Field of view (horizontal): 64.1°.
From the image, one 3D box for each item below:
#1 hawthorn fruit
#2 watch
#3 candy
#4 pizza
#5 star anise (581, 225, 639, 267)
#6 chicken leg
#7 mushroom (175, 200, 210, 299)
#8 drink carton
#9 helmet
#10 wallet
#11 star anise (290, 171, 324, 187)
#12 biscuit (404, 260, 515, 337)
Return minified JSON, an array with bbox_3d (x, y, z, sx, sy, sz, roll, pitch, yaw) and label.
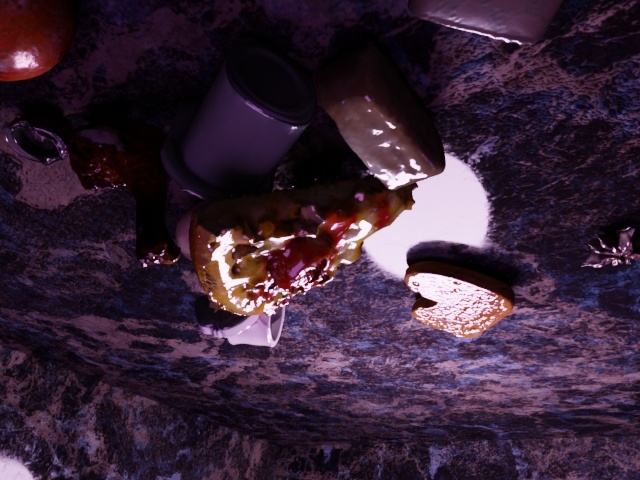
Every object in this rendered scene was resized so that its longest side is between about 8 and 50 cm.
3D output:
[{"bbox_3d":[-0.407,-0.289,0.656,0.172,0.173,0.173,7,147,5],"label":"hawthorn fruit"},{"bbox_3d":[-0.177,0.158,1.211,0.195,0.244,0.231,5,141,7],"label":"watch"},{"bbox_3d":[0.093,-0.173,0.755,0.104,0.102,0.234,-17,141,35],"label":"candy"},{"bbox_3d":[0.000,0.000,0.855,0.405,0.130,0.440,-27,160,-4],"label":"pizza"},{"bbox_3d":[0.554,0.022,0.967,0.124,0.056,0.129,28,143,-27],"label":"star anise"},{"bbox_3d":[-0.300,-0.110,0.795,0.407,0.158,0.096,43,-178,39],"label":"chicken leg"},{"bbox_3d":[-0.206,0.018,1.059,0.206,0.209,0.206,23,171,4],"label":"mushroom"},{"bbox_3d":[-0.106,-0.167,0.757,0.185,0.191,0.189,29,137,-24],"label":"drink carton"},{"bbox_3d":[-0.497,-0.192,0.921,0.123,0.070,0.098,1,141,26],"label":"helmet"},{"bbox_3d":[0.203,-0.323,0.545,0.181,0.049,0.229,11,149,-1],"label":"wallet"},{"bbox_3d":[0.006,-0.082,0.974,0.140,0.042,0.141,8,144,6],"label":"star anise"},{"bbox_3d":[0.307,0.139,1.226,0.262,0.052,0.277,16,148,-1],"label":"biscuit"}]
